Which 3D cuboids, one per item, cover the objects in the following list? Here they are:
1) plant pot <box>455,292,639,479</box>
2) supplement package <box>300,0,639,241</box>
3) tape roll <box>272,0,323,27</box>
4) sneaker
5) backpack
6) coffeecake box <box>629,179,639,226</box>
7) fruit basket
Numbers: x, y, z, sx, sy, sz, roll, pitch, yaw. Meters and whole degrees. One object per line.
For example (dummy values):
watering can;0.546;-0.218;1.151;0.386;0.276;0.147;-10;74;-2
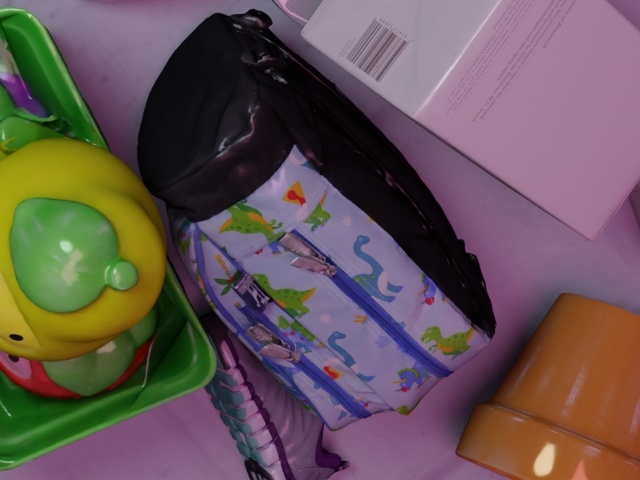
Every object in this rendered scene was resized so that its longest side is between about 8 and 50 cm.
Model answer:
plant pot;0.260;0.160;1.528;0.205;0.205;0.188;24;83;-15
supplement package;0.164;-0.154;1.365;0.293;0.177;0.175;29;99;-45
tape roll;0.037;-0.291;1.420;0.219;0.072;0.219;-2;105;-9
sneaker;-0.049;0.153;1.532;0.098;0.083;0.224;-31;114;-23
backpack;0.000;0.000;1.400;0.355;0.290;0.273;30;103;-23
coffeecake box;0.374;-0.078;1.539;0.142;0.068;0.185;-24;108;-3
fruit basket;-0.247;0.009;1.280;0.283;0.392;0.392;-23;108;9
